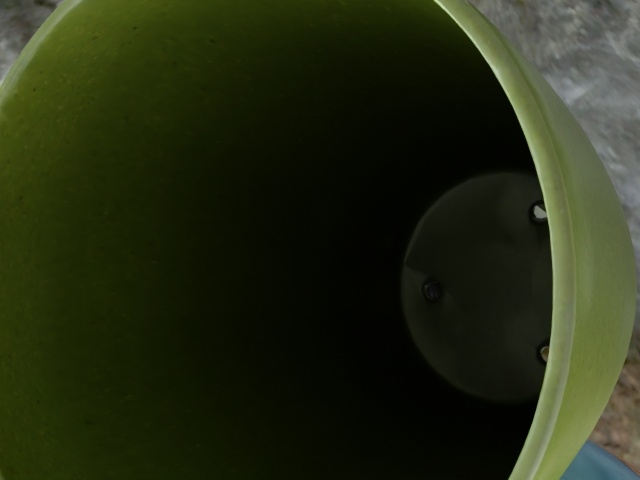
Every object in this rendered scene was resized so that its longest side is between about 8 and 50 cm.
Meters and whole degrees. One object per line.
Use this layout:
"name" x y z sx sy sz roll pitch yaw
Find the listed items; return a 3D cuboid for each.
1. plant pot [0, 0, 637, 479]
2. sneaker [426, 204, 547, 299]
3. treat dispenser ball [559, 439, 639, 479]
"plant pot" 0.037 0.020 0.584 0.274 0.293 0.275 -1 -92 31
"sneaker" 0.000 0.000 0.835 0.295 0.124 0.178 31 -95 23
"treat dispenser ball" 0.121 0.264 0.833 0.288 0.288 0.288 1 -73 4
